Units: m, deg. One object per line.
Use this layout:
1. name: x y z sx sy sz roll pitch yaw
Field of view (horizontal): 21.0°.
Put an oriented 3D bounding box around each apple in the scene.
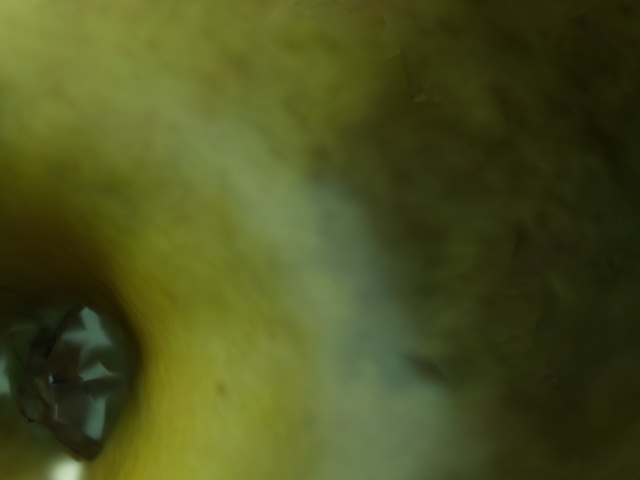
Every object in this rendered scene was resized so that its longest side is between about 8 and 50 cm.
1. apple: 0.000 0.000 0.485 0.364 0.364 0.364 6 116 13
